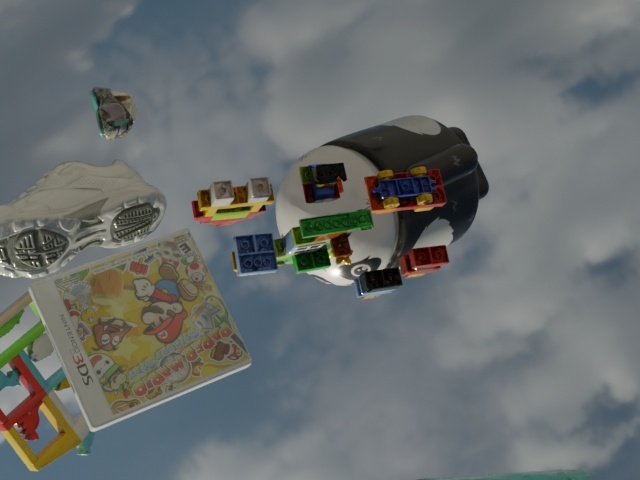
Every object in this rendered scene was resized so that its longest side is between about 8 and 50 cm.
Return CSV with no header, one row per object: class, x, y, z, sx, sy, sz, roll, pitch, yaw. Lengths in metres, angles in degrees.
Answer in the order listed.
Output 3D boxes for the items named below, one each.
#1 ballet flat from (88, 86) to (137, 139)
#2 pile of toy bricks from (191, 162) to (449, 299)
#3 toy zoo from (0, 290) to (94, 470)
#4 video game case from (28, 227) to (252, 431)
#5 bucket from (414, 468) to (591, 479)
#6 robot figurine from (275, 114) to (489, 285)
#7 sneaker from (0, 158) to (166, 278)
ballet flat,-0.188,-0.118,1.040,0.041,0.041,0.114,-36,-155,-1
pile of toy bricks,0.000,0.000,0.968,0.212,0.105,0.118,-6,-104,-19
toy zoo,-0.483,0.257,1.952,0.030,0.293,0.192,-11,-155,47
video game case,-0.231,0.110,1.463,0.227,0.026,0.206,-21,-105,-25
bucket,0.186,0.375,1.188,0.183,0.281,0.281,6,-142,-20
robot figurine,0.077,-0.048,1.349,0.278,0.209,0.174,-22,-133,-41
sneaker,-0.297,-0.033,1.265,0.232,0.090,0.115,-15,-132,-34
